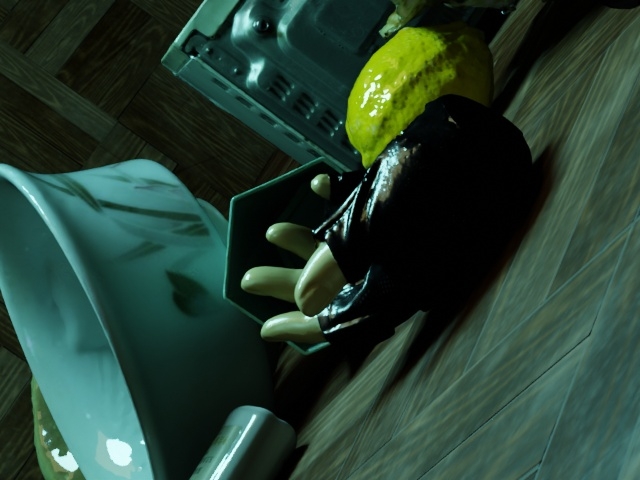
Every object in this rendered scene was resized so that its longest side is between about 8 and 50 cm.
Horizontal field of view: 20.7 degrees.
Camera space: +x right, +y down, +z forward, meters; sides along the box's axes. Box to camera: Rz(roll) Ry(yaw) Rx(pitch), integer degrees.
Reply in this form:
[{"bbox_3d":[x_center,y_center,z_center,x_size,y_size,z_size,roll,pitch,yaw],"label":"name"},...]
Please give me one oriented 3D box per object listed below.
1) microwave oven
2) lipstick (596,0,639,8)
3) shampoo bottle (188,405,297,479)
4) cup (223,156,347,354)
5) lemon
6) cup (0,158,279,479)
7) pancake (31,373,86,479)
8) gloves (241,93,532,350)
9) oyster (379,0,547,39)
[{"bbox_3d":[0.038,-0.267,1.876,0.355,0.286,0.218,-54,6,-6],"label":"microwave oven"},{"bbox_3d":[0.253,-0.243,1.034,0.300,0.081,0.081,-44,12,48],"label":"lipstick"},{"bbox_3d":[-0.098,0.228,1.283,0.227,0.056,0.086,-57,5,-22],"label":"shampoo bottle"},{"bbox_3d":[0.000,0.000,1.413,0.235,0.134,0.148,-68,-14,-84],"label":"cup"},{"bbox_3d":[0.087,-0.120,1.492,0.155,0.114,0.114,-54,6,-7],"label":"lemon"},{"bbox_3d":[-0.146,0.069,1.492,0.163,0.347,0.347,-24,-5,-20],"label":"cup"},{"bbox_3d":[-0.181,0.140,1.657,0.242,0.242,0.050,-56,-24,-7],"label":"pancake"},{"bbox_3d":[0.038,-0.002,1.165,0.203,0.124,0.164,-51,-6,19],"label":"gloves"},{"bbox_3d":[0.132,-0.260,1.466,0.201,0.107,0.354,-24,-5,-3],"label":"oyster"}]
